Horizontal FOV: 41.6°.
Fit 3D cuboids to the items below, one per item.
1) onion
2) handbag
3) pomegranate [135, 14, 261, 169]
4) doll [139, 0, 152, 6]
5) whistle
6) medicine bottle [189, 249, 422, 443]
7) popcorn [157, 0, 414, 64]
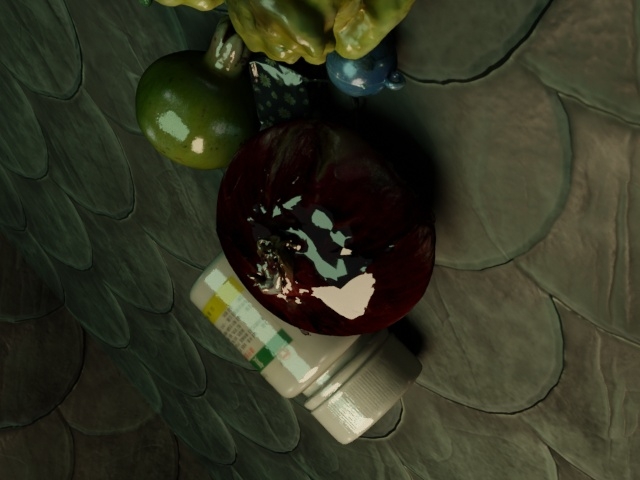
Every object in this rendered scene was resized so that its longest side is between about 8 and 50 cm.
[{"bbox_3d":[0.000,0.000,1.087,0.314,0.232,0.314,16,133,18],"label":"onion"},{"bbox_3d":[-0.011,-0.192,1.085,0.139,0.072,0.115,18,141,21],"label":"handbag"},{"bbox_3d":[-0.164,-0.196,1.156,0.179,0.179,0.210,36,147,20],"label":"pomegranate"},{"bbox_3d":[-0.278,-0.402,1.178,0.150,0.078,0.115,49,141,21],"label":"doll"},{"bbox_3d":[0.033,-0.216,0.971,0.158,0.090,0.090,35,147,21],"label":"whistle"},{"bbox_3d":[-0.020,0.136,1.315,0.339,0.208,0.208,46,150,4],"label":"medicine bottle"},{"bbox_3d":[-0.028,-0.294,0.810,0.293,0.237,0.293,29,140,27],"label":"popcorn"}]
